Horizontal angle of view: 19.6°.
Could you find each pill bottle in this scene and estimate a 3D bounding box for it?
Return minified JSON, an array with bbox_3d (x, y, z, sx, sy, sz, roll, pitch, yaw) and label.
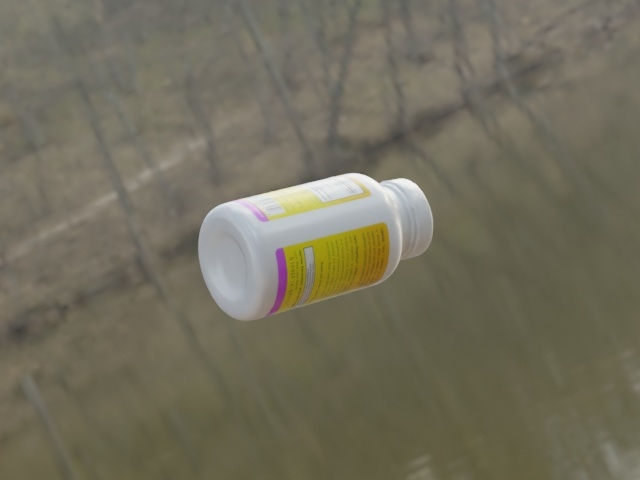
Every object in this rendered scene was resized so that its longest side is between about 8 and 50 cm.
[{"bbox_3d":[0.000,0.000,0.680,0.083,0.043,0.043,-14,-3,-34],"label":"pill bottle"}]
